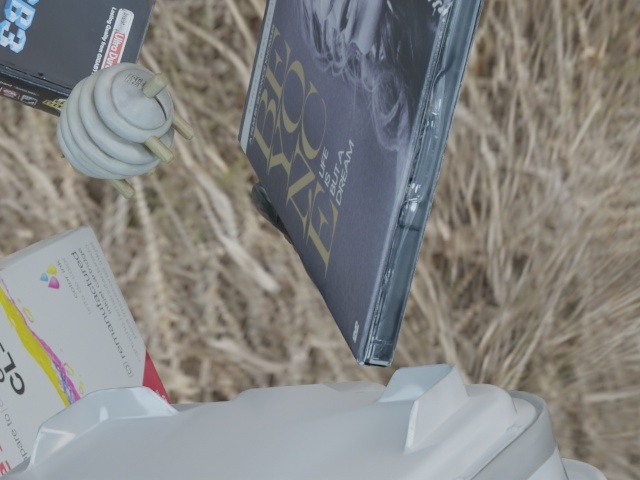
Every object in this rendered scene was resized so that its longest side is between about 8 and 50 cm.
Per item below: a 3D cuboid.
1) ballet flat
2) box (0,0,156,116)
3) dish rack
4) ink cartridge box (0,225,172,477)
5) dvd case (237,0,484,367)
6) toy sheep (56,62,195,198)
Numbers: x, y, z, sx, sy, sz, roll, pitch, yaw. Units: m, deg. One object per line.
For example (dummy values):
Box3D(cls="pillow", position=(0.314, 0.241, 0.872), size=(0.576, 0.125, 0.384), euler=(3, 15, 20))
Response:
Box3D(cls="ballet flat", position=(0.000, 0.000, 1.841), size=(0.049, 0.057, 0.173), euler=(-25, 66, -30))
Box3D(cls="box", position=(-0.297, -0.287, 1.921), size=(0.293, 0.073, 0.295), euler=(20, 68, -12))
Box3D(cls="dish rack", position=(-0.077, 0.129, 0.733), size=(0.286, 0.333, 0.072), euler=(-8, 105, 36))
Box3D(cls="ink cartridge box", position=(-0.224, 0.136, 1.389), size=(0.131, 0.306, 0.226), euler=(-22, 95, 18))
Box3D(cls="dvd case", position=(0.010, -0.074, 0.775), size=(0.018, 0.221, 0.164), euler=(6, 113, -17))
Box3D(cls="toy sheep", position=(-0.144, -0.085, 1.445), size=(0.132, 0.091, 0.091), euler=(-39, 81, 41))
